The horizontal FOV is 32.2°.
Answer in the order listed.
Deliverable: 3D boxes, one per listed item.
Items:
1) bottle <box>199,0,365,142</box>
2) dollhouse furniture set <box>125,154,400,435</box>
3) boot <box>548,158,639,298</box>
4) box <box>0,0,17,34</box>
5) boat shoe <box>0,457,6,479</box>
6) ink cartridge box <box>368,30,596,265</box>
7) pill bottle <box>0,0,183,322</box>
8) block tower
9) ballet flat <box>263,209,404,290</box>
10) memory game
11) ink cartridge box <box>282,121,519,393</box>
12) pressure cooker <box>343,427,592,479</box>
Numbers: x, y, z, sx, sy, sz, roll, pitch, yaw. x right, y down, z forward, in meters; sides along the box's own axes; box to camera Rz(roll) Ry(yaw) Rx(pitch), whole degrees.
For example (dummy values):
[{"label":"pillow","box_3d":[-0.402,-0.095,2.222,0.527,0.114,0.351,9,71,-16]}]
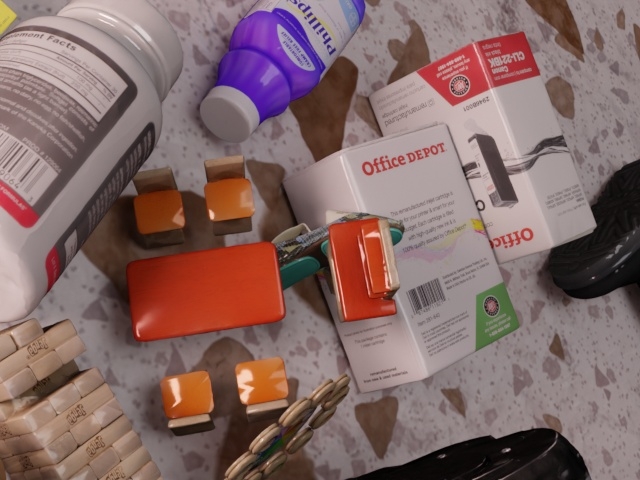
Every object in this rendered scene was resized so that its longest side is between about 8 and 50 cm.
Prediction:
[{"label":"bottle","box_3d":[-0.047,-0.227,1.316,0.118,0.092,0.283,49,49,-19]},{"label":"dollhouse furniture set","box_3d":[-0.060,0.042,1.099,0.259,0.135,0.262,-9,78,-5]},{"label":"boot","box_3d":[0.554,0.133,1.715,0.367,0.146,0.445,-41,108,-41]},{"label":"box","box_3d":[-0.396,-0.260,1.019,0.232,0.087,0.058,46,52,-22]},{"label":"boat shoe","box_3d":[-0.418,0.198,0.826,0.342,0.123,0.123,-14,115,-25]},{"label":"ink cartridge box","box_3d":[0.207,-0.102,1.430,0.114,0.197,0.272,-21,90,-44]},{"label":"pill bottle","box_3d":[-0.256,-0.094,1.023,0.176,0.176,0.318,46,50,-21]},{"label":"block tower","box_3d":[-0.207,0.228,1.012,0.091,0.097,0.335,-36,101,-43]},{"label":"ballet flat","box_3d":[0.000,0.000,1.229,0.070,0.188,0.070,-21,90,-78]},{"label":"memory game","box_3d":[-0.036,0.203,1.126,0.012,0.186,0.186,45,44,16]},{"label":"ink cartridge box","box_3d":[0.101,0.017,1.347,0.201,0.117,0.278,-20,90,-44]},{"label":"pressure cooker","box_3d":[0.145,0.429,1.062,0.370,0.376,0.420,-18,86,-44]}]
